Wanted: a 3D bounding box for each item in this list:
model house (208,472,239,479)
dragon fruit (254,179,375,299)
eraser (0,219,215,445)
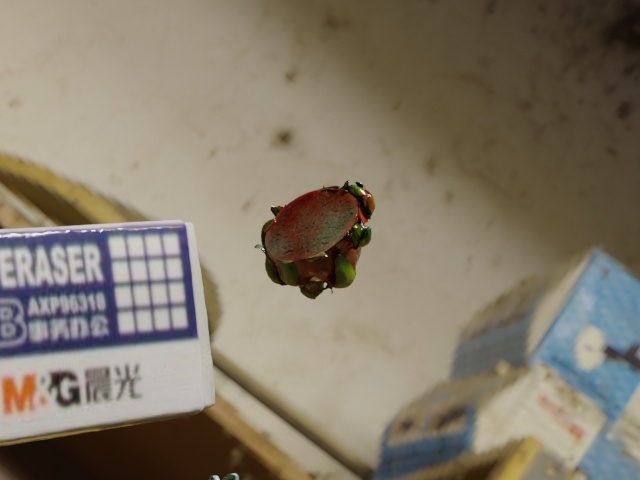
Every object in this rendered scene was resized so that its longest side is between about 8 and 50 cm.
[{"bbox_3d":[0.027,0.383,1.742,0.324,0.300,0.340,-10,-97,57],"label":"model house"},{"bbox_3d":[0.000,0.000,2.007,0.142,0.138,0.175,54,-10,29],"label":"dragon fruit"},{"bbox_3d":[-0.189,0.057,1.046,0.081,0.279,0.124,-8,-92,43],"label":"eraser"}]
